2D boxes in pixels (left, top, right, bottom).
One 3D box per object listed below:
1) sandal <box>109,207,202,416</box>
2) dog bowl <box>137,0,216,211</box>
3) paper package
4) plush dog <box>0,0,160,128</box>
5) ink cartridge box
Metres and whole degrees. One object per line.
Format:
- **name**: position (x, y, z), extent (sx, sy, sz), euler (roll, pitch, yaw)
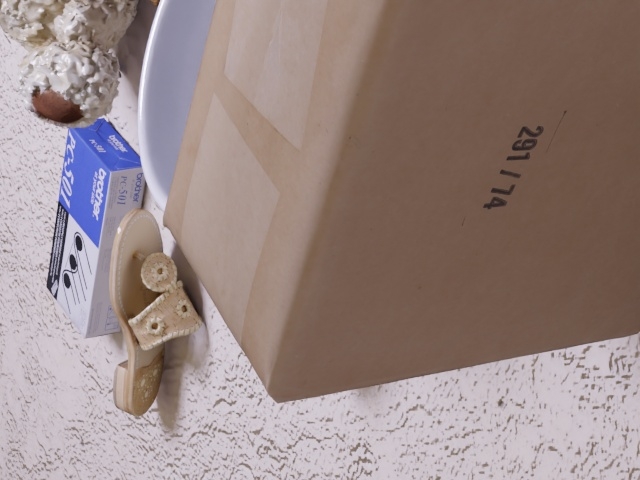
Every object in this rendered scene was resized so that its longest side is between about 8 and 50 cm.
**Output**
- **sandal**: position (-0.150, 0.078, 1.803), extent (0.079, 0.088, 0.240), euler (20, 128, 20)
- **dog bowl**: position (-0.035, -0.131, 1.434), extent (0.265, 0.104, 0.265), euler (-28, 56, 51)
- **paper package**: position (0.093, -0.090, 1.112), extent (0.168, 0.309, 0.325), euler (54, 139, 39)
- **plush dog**: position (-0.228, -0.271, 1.753), extent (0.262, 0.210, 0.225), euler (45, 126, 4)
- **ink cartridge box**: position (-0.231, -0.011, 1.913), extent (0.097, 0.046, 0.207), euler (47, 135, 40)
